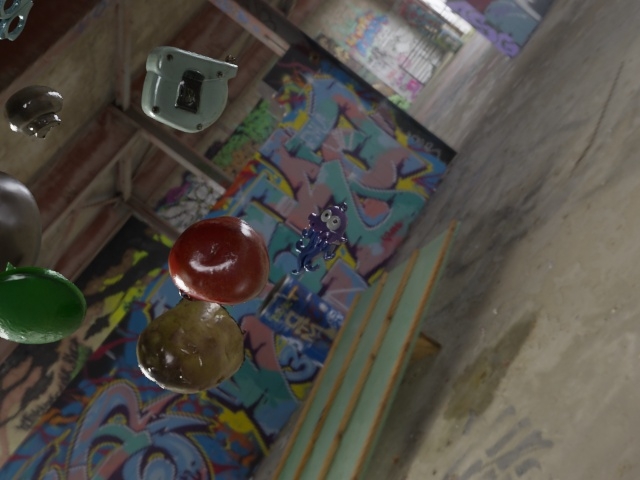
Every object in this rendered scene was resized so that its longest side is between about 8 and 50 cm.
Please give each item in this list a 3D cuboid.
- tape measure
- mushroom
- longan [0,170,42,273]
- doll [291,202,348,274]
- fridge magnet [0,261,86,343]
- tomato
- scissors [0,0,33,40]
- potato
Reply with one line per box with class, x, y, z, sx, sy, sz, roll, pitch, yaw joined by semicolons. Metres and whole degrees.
tape measure;-0.378;-0.438;1.832;0.125;0.243;0.246;23;104;54
mushroom;-0.892;-0.396;1.940;0.188;0.141;0.117;-35;-8;19
longan;-0.930;-0.019;1.721;0.361;0.361;0.361;-53;4;6
doll;0.000;0.000;1.439;0.206;0.110;0.067;-56;-24;14
fridge magnet;-0.579;0.130;1.279;0.208;0.208;0.088;-51;32;29
tomato;-0.177;0.032;1.126;0.187;0.186;0.152;-69;-20;-75
scissors;-0.918;-0.790;2.029;0.360;0.029;0.191;-64;1;-31
potato;-0.385;0.339;1.844;0.237;0.288;0.301;-63;-14;-63
